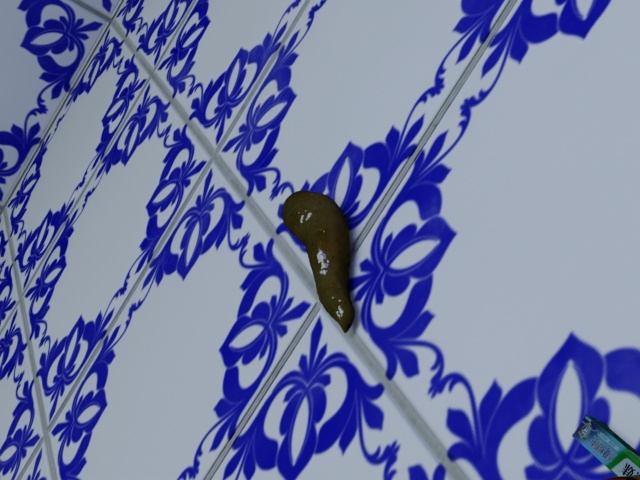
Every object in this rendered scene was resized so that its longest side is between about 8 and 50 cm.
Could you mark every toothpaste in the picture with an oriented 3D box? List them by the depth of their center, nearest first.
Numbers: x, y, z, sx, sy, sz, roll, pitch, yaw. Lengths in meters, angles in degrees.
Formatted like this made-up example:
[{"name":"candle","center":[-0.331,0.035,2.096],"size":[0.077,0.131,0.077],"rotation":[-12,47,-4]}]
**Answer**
[{"name":"toothpaste","center":[0.199,0.144,0.741],"size":[0.020,0.017,0.083],"rotation":[-59,27,7]}]

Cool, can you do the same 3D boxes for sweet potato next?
[{"name":"sweet potato","center":[0.001,-0.001,1.177],"size":[0.249,0.059,0.069],"rotation":[-114,37,-53]}]

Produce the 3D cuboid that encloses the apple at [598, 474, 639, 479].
[{"name":"apple","center":[0.161,0.223,0.489],"size":[0.194,0.261,0.261],"rotation":[-50,26,-8]}]
